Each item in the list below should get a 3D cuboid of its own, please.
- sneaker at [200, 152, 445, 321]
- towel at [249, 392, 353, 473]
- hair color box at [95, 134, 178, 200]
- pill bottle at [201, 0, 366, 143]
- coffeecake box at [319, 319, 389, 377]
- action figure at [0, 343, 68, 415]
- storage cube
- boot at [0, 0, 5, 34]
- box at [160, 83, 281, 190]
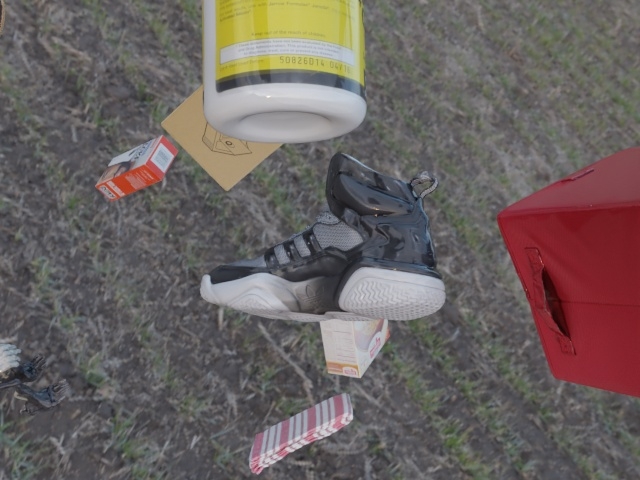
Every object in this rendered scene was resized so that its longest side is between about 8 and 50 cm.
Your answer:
[{"bbox_3d":[0.000,0.000,0.776,0.101,0.269,0.153,24,67,-55],"label":"sneaker"},{"bbox_3d":[-0.031,0.332,1.361,0.029,0.197,0.144,63,2,-4],"label":"towel"},{"bbox_3d":[-0.385,-0.150,1.629,0.053,0.167,0.093,47,44,-30],"label":"hair color box"},{"bbox_3d":[-0.024,-0.161,0.495,0.103,0.103,0.184,3,83,-32],"label":"pill bottle"},{"bbox_3d":[0.059,0.124,1.378,0.068,0.185,0.142,5,28,26],"label":"coffeecake box"},{"bbox_3d":[-0.517,0.178,1.169,0.164,0.141,0.276,44,5,35],"label":"action figure"},{"bbox_3d":[0.312,0.017,0.697,0.215,0.193,0.183,-24,98,-20],"label":"storage cube"},{"bbox_3d":[-0.667,-0.455,1.400,0.090,0.248,0.207,10,28,10],"label":"boot"},{"bbox_3d":[-0.149,-0.197,1.321,0.164,0.201,0.021,47,30,-14],"label":"box"}]
